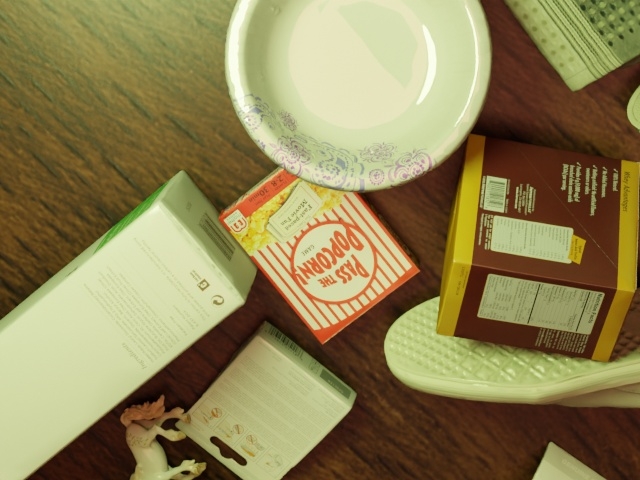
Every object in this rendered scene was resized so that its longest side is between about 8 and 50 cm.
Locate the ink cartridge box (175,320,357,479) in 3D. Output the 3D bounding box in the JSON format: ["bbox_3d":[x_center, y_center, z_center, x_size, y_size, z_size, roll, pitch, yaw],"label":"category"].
[{"bbox_3d":[-0.065,0.202,2.004,0.145,0.045,0.179,39,121,-7],"label":"ink cartridge box"}]

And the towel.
[{"bbox_3d":[0.274,-0.335,1.745,0.324,0.056,0.312,53,144,-6],"label":"towel"}]

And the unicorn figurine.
[{"bbox_3d":[-0.199,0.269,2.014,0.111,0.060,0.162,-13,88,16],"label":"unicorn figurine"}]

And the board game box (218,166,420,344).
[{"bbox_3d":[0.000,0.000,1.939,0.147,0.045,0.193,-38,99,11],"label":"board game box"}]

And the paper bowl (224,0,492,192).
[{"bbox_3d":[0.039,-0.196,1.824,0.284,0.148,0.284,0,94,-1],"label":"paper bowl"}]

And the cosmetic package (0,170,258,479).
[{"bbox_3d":[-0.257,0.105,1.903,0.365,0.197,0.155,-38,99,9],"label":"cosmetic package"}]

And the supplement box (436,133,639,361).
[{"bbox_3d":[0.239,0.007,1.835,0.194,0.191,0.129,10,140,1],"label":"supplement box"}]

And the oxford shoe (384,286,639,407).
[{"bbox_3d":[0.299,0.132,1.910,0.449,0.169,0.130,-4,139,6],"label":"oxford shoe"}]

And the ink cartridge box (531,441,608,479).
[{"bbox_3d":[0.326,0.426,1.968,0.296,0.261,0.066,35,145,-5],"label":"ink cartridge box"}]

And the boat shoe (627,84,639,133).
[{"bbox_3d":[0.442,-0.198,1.863,0.233,0.084,0.079,-46,135,5],"label":"boat shoe"}]
